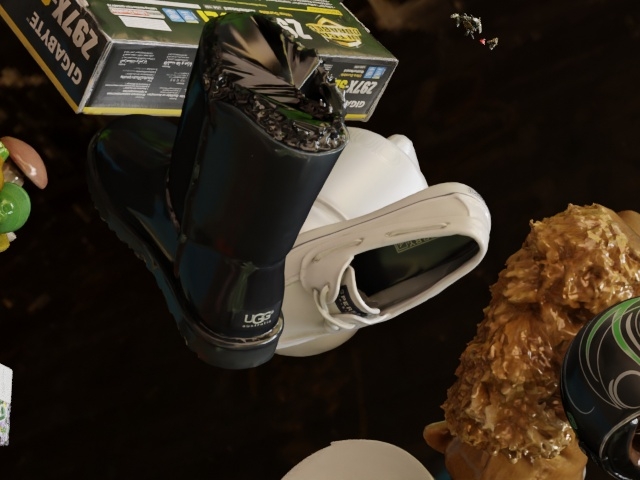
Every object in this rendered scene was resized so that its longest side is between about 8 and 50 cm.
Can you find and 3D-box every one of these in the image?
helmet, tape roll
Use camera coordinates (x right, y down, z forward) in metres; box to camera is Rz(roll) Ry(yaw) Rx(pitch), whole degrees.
[{"bbox_3d":[0.313,0.133,1.376,0.169,0.169,0.161,-26,-140,16],"label":"helmet"},{"bbox_3d":[0.062,0.381,1.714,0.246,0.169,0.246,-15,-128,19],"label":"tape roll"}]

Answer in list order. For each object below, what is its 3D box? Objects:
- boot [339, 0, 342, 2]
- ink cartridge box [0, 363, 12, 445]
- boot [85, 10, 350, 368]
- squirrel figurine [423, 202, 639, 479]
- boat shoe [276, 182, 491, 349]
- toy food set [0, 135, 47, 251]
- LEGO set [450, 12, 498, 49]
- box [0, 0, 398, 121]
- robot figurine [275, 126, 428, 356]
[{"bbox_3d":[-0.108,-0.267,1.619,0.280,0.096,0.264,-2,-105,12],"label":"boot"},{"bbox_3d":[-0.269,0.119,1.099,0.029,0.115,0.063,-3,-106,8],"label":"ink cartridge box"},{"bbox_3d":[-0.070,-0.067,0.951,0.094,0.207,0.246,-6,-137,-29],"label":"boot"},{"bbox_3d":[0.260,0.156,1.619,0.370,0.397,0.281,-44,-128,16],"label":"squirrel figurine"},{"bbox_3d":[0.026,0.033,1.242,0.258,0.095,0.084,-30,-158,17],"label":"boat shoe"},{"bbox_3d":[-0.261,-0.060,1.104,0.071,0.128,0.218,-40,-174,-2],"label":"toy food set"},{"bbox_3d":[0.242,-0.331,2.239,0.023,0.083,0.054,-55,-164,-17],"label":"LEGO set"},{"bbox_3d":[-0.126,-0.209,1.253,0.257,0.322,0.079,51,-55,30],"label":"box"},{"bbox_3d":[0.000,0.000,1.664,0.300,0.200,0.353,-7,-156,34],"label":"robot figurine"}]
